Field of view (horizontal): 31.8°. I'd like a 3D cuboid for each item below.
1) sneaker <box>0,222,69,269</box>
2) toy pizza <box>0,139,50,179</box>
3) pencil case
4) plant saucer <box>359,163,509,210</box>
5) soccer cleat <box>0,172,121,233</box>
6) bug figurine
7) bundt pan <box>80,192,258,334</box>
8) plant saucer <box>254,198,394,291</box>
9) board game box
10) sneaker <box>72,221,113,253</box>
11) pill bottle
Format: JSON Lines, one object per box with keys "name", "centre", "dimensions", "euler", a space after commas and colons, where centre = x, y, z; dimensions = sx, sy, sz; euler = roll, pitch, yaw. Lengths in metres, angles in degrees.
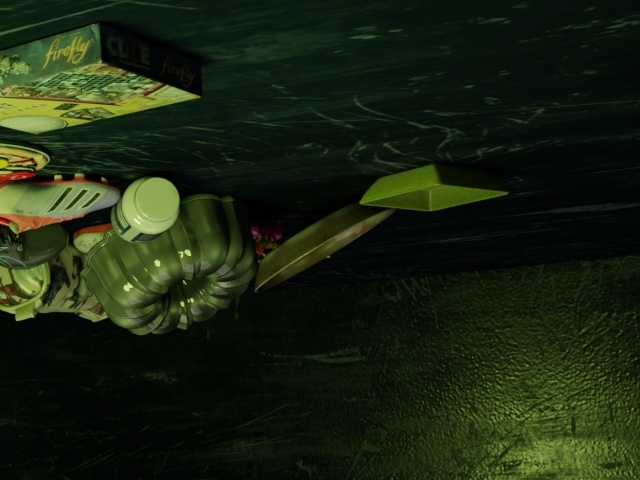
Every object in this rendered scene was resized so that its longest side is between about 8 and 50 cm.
{"name": "sneaker", "centre": [-0.587, -0.002, 2.020], "dimensions": [0.267, 0.101, 0.106], "euler": [-3, 168, -17]}
{"name": "toy pizza", "centre": [-0.481, -0.105, 1.570], "dimensions": [0.201, 0.032, 0.201], "euler": [-4, 172, -1]}
{"name": "pencil case", "centre": [-0.555, 0.085, 2.361], "dimensions": [0.160, 0.183, 0.410], "euler": [-5, 173, 14]}
{"name": "plant saucer", "centre": [0.193, -0.092, 1.922], "dimensions": [0.188, 0.045, 0.188], "euler": [4, 169, -42]}
{"name": "soccer cleat", "centre": [-0.431, -0.053, 1.735], "dimensions": [0.248, 0.095, 0.083], "euler": [1, 171, -29]}
{"name": "bug figurine", "centre": [-0.120, 0.000, 2.348], "dimensions": [0.279, 0.072, 0.216], "euler": [-4, 167, 40]}
{"name": "bundt pan", "centre": [-0.258, 0.061, 2.036], "dimensions": [0.331, 0.124, 0.331], "euler": [-21, 153, -11]}
{"name": "plant saucer", "centre": [0.000, 0.000, 2.120], "dimensions": [0.310, 0.050, 0.310], "euler": [-30, 175, -3]}
{"name": "board game box", "centre": [-0.272, -0.166, 1.193], "dimensions": [0.243, 0.042, 0.165], "euler": [-8, 171, 29]}
{"name": "sneaker", "centre": [-0.410, 0.041, 2.240], "dimensions": [0.090, 0.145, 0.270], "euler": [4, 169, -44]}
{"name": "pill bottle", "centre": [-0.280, -0.052, 1.817], "dimensions": [0.094, 0.094, 0.169], "euler": [-1, 172, -20]}
